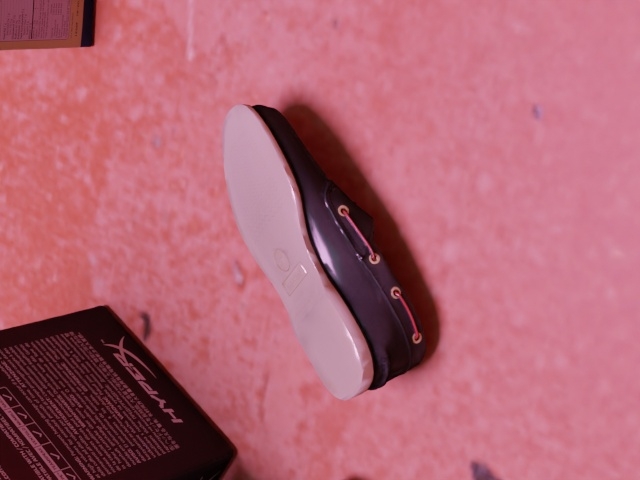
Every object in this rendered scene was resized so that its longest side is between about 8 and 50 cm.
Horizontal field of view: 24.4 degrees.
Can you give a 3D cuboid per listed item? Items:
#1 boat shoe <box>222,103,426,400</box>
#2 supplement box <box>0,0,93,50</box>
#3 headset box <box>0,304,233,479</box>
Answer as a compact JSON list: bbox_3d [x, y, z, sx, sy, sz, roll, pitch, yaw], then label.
[{"bbox_3d":[-0.001,0.001,0.622,0.133,0.042,0.049,63,146,10],"label":"boat shoe"},{"bbox_3d":[-0.164,-0.121,0.692,0.083,0.083,0.056,13,105,34],"label":"supplement box"},{"bbox_3d":[-0.207,0.163,0.642,0.110,0.293,0.218,44,120,22],"label":"headset box"}]
